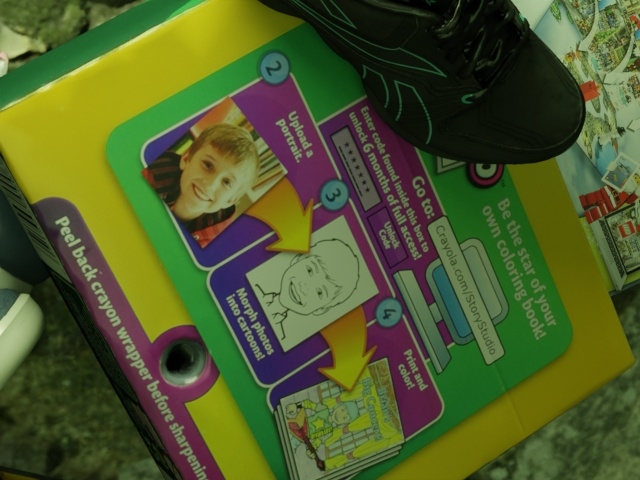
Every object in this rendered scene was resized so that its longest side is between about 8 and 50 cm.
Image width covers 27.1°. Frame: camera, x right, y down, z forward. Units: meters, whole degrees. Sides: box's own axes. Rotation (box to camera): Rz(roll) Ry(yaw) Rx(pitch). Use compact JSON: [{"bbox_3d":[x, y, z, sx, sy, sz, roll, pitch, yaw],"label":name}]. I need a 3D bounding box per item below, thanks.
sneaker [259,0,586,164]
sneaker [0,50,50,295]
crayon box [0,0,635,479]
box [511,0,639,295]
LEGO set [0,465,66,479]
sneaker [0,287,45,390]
[{"bbox_3d":[0.057,-0.119,0.738,0.267,0.106,0.101,30,83,-26],"label":"sneaker"},{"bbox_3d":[-0.272,-0.098,0.829,0.131,0.112,0.319,-49,115,-7],"label":"sneaker"},{"bbox_3d":[0.000,0.000,0.853,0.313,0.106,0.362,-31,111,-16],"label":"crayon box"},{"bbox_3d":[0.213,-0.090,0.925,0.159,0.044,0.233,-25,110,1],"label":"box"},{"bbox_3d":[-0.232,0.304,0.880,0.192,0.255,0.331,24,118,-43],"label":"LEGO set"},{"bbox_3d":[-0.332,0.094,0.825,0.350,0.131,0.148,-29,107,23],"label":"sneaker"}]
